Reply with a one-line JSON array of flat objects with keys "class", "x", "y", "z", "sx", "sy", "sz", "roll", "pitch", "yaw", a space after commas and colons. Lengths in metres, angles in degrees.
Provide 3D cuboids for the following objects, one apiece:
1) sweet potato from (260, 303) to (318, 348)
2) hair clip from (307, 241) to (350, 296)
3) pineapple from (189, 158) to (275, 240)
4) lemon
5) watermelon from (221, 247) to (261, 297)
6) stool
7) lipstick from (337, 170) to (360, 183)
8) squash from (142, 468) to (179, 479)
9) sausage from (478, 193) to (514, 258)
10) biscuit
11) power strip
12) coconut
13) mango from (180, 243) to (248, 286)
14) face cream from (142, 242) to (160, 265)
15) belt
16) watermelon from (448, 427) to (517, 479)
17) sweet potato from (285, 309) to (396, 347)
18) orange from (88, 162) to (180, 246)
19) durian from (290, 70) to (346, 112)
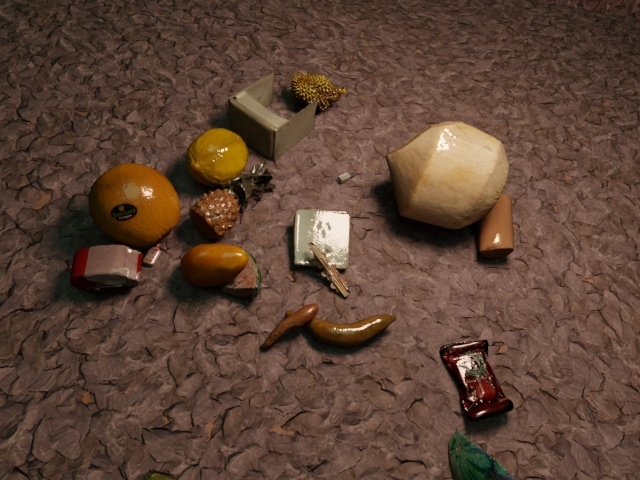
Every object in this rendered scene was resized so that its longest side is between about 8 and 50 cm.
[{"class": "sweet potato", "x": -0.095, "y": 0.256, "z": 1.295, "sx": 0.214, "sy": 0.050, "sz": 0.050, "roll": -34, "pitch": 67, "yaw": -5}, {"class": "hair clip", "x": 0.025, "y": 0.095, "z": 1.419, "sx": 0.062, "sy": 0.056, "sz": 0.213, "roll": -35, "pitch": 102, "yaw": 4}, {"class": "pineapple", "x": -0.287, "y": -0.162, "z": 1.505, "sx": 0.166, "sy": 0.165, "sz": 0.364, "roll": 34, "pitch": 60, "yaw": 14}, {"class": "lemon", "x": -0.369, "y": -0.299, "z": 1.557, "sx": 0.204, "sy": 0.204, "sz": 0.260, "roll": 33, "pitch": 43, "yaw": 13}, {"class": "watermelon", "x": -0.253, "y": 0.122, "z": 1.392, "sx": 0.139, "sy": 0.071, "sz": 0.187, "roll": -29, "pitch": 49, "yaw": -2}, {"class": "stool", "x": -0.190, "y": -0.500, "z": 1.728, "sx": 0.244, "sy": 0.170, "sz": 0.269, "roll": 36, "pitch": 60, "yaw": 14}, {"class": "lipstick", "x": 0.114, "y": -0.255, "z": 1.699, "sx": 0.107, "sy": 0.025, "sz": 0.025, "roll": -27, "pitch": 65, "yaw": -29}, {"class": "squash", "x": -0.357, "y": 0.620, "z": 1.070, "sx": 0.184, "sy": 0.052, "sz": 0.052, "roll": 24, "pitch": 58, "yaw": 11}, {"class": "sausage", "x": 0.639, "y": -0.048, "z": 1.582, "sx": 0.123, "sy": 0.123, "sz": 0.252, "roll": 13, "pitch": 59, "yaw": 1}, {"class": "biscuit", "x": 0.470, "y": 0.413, "z": 1.300, "sx": 0.152, "sy": 0.063, "sz": 0.235, "roll": -6, "pitch": 56, "yaw": -12}, {"class": "power strip", "x": 0.000, "y": 0.000, "z": 1.498, "sx": 0.199, "sy": 0.064, "sz": 0.213, "roll": 5, "pitch": 71, "yaw": -6}, {"class": "coconut", "x": 0.424, "y": -0.239, "z": 1.520, "sx": 0.416, "sy": 0.415, "sz": 0.344, "roll": 18, "pitch": 36, "yaw": 4}, {"class": "mango", "x": -0.325, "y": 0.071, "z": 1.332, "sx": 0.252, "sy": 0.154, "sz": 0.125, "roll": -12, "pitch": 58, "yaw": 34}, {"class": "face cream", "x": -0.550, "y": 0.045, "z": 1.422, "sx": 0.040, "sy": 0.021, "sz": 0.083, "roll": 16, "pitch": 57, "yaw": 2}, {"class": "belt", "x": -0.649, "y": 0.096, "z": 1.313, "sx": 0.201, "sy": 0.128, "sz": 0.124, "roll": -4, "pitch": 59, "yaw": -6}, {"class": "watermelon", "x": 0.432, "y": 0.610, "z": 1.122, "sx": 0.128, "sy": 0.146, "sz": 0.231, "roll": -38, "pitch": 72, "yaw": -26}, {"class": "sweet potato", "x": 0.060, "y": 0.274, "z": 1.331, "sx": 0.347, "sy": 0.079, "sz": 0.108, "roll": 4, "pitch": 45, "yaw": 1}, {"class": "orange", "x": -0.585, "y": -0.111, "z": 1.376, "sx": 0.275, "sy": 0.274, "sz": 0.274, "roll": 3, "pitch": 58, "yaw": -5}, {"class": "durian", "x": -0.015, "y": -0.609, "z": 1.826, "sx": 0.238, "sy": 0.193, "sz": 0.137, "roll": 10, "pitch": 76, "yaw": 17}]
